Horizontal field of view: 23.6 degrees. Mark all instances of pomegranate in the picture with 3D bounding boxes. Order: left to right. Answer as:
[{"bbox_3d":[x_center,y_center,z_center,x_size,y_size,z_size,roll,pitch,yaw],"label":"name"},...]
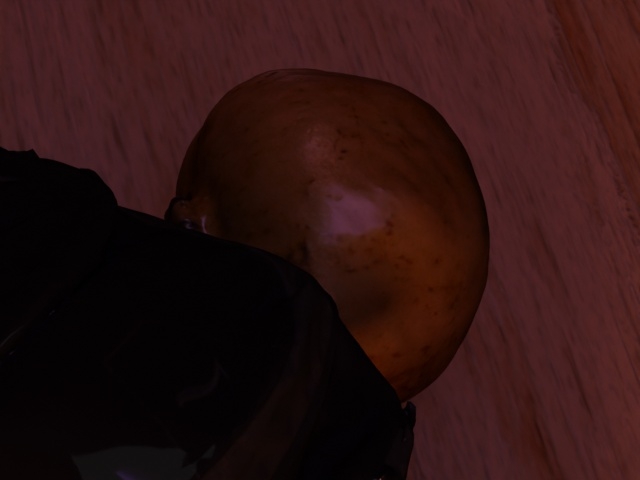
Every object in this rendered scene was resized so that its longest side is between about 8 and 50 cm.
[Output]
[{"bbox_3d":[0.000,0.000,1.045,0.248,0.248,0.248,10,57,-15],"label":"pomegranate"}]

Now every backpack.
[{"bbox_3d":[-0.175,0.101,0.856,0.445,0.255,0.363,13,45,26],"label":"backpack"}]
